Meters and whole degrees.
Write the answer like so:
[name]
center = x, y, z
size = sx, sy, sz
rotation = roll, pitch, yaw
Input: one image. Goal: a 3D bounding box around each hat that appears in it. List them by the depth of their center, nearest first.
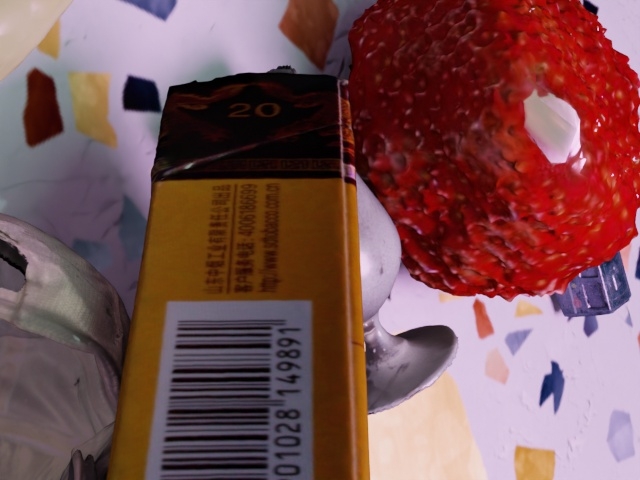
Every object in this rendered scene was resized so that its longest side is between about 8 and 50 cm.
[hat]
center = -0.192, 0.120, 0.830
size = 0.161, 0.232, 0.275
rotation = 1, 97, -72

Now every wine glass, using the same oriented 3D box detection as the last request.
[wine glass]
center = 0.000, 0.000, 1.090
size = 0.103, 0.103, 0.231
rotation = -46, 115, -39

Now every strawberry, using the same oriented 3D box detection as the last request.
[strawberry]
center = 0.139, -0.082, 1.147
size = 0.261, 0.257, 0.261
rotation = 12, 72, -38

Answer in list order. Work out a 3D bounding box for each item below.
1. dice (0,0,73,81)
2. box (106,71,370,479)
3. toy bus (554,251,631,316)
[dice]
center = -0.253, -0.190, 0.740
size = 0.252, 0.250, 0.254
rotation = 46, 56, -32
[box]
center = -0.033, 0.118, 0.830
size = 0.415, 0.115, 0.264
rotation = -92, 180, -56
[toy bus]
center = 0.212, -0.018, 1.338
size = 0.047, 0.065, 0.166
rotation = -30, 108, -43
